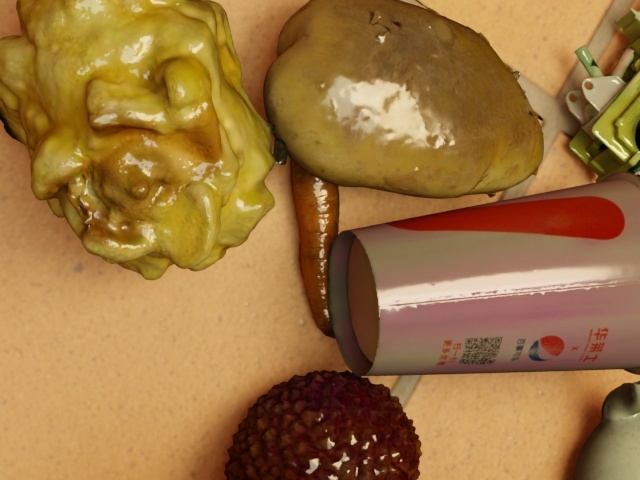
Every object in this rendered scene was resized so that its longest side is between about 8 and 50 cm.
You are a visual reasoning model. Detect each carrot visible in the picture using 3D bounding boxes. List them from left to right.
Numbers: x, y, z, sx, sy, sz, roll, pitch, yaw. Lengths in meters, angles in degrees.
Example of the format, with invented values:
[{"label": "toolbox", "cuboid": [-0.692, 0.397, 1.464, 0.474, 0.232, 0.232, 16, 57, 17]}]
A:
[{"label": "carrot", "cuboid": [0.000, 0.000, 1.363, 0.047, 0.047, 0.191, -6, 94, -18]}]

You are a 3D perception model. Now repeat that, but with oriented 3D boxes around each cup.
[{"label": "cup", "cuboid": [0.163, 0.042, 1.335, 0.289, 0.203, 0.203, -6, 93, -19]}]

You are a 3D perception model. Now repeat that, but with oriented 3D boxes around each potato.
[{"label": "potato", "cuboid": [0.085, -0.129, 1.330, 0.296, 0.141, 0.191, 15, 61, -29]}]

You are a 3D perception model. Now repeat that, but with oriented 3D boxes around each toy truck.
[{"label": "toy truck", "cuboid": [0.347, -0.185, 1.435, 0.259, 0.128, 0.135, -44, 90, -12]}]

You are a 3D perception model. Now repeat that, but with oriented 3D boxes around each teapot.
[{"label": "teapot", "cuboid": [0.349, 0.249, 1.434, 0.193, 0.129, 0.294, -32, 104, -13]}]

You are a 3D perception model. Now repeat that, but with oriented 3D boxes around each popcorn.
[{"label": "popcorn", "cuboid": [-0.153, -0.101, 1.206, 0.215, 0.252, 0.286, -29, 109, -13]}]

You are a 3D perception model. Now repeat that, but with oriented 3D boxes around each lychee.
[{"label": "lychee", "cuboid": [0.005, 0.207, 1.300, 0.188, 0.188, 0.188, 0, 91, -18]}]
